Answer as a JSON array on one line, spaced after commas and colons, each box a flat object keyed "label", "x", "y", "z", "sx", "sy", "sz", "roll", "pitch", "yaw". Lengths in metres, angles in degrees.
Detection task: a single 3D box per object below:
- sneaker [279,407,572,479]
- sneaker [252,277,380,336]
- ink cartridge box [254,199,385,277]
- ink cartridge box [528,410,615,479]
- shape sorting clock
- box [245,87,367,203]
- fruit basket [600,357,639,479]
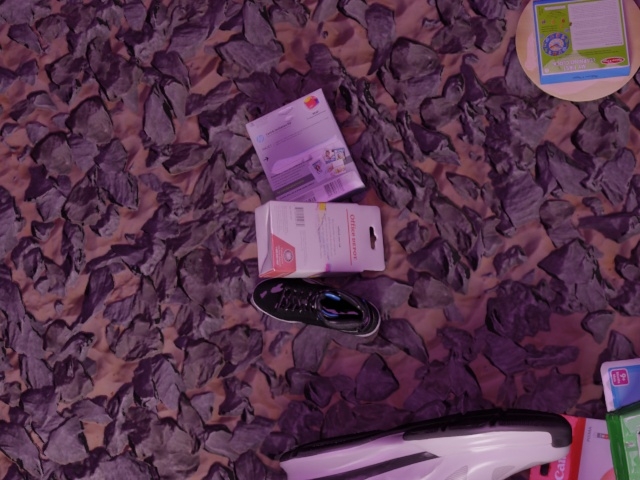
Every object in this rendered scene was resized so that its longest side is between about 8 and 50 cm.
[{"label": "sneaker", "x": 0.174, "y": 0.403, "z": 1.687, "sx": 0.447, "sy": 0.169, "sz": 0.257, "roll": -13, "pitch": 85, "yaw": 18}, {"label": "sneaker", "x": -0.015, "y": 0.094, "z": 1.786, "sx": 0.217, "sy": 0.121, "sz": 0.079, "roll": 12, "pitch": 81, "yaw": 14}, {"label": "ink cartridge box", "x": 0.000, "y": 0.000, "z": 1.801, "sx": 0.198, "sy": 0.067, "sz": 0.115, "roll": 2, "pitch": 77, "yaw": -25}, {"label": "ink cartridge box", "x": 0.408, "y": 0.338, "z": 1.689, "sx": 0.179, "sy": 0.045, "sz": 0.145, "roll": 9, "pitch": 81, "yaw": 11}, {"label": "shape sorting clock", "x": 0.419, "y": -0.324, "z": 1.815, "sx": 0.206, "sy": 0.040, "sz": 0.206, "roll": -2, "pitch": 79, "yaw": 8}, {"label": "box", "x": -0.025, "y": -0.140, "z": 1.877, "sx": 0.145, "sy": 0.038, "sz": 0.186, "roll": -25, "pitch": 76, "yaw": 6}, {"label": "fruit basket", "x": 0.590, "y": 0.310, "z": 1.566, "sx": 0.353, "sy": 0.165, "sz": 0.327, "roll": -7, "pitch": 82, "yaw": 8}]
